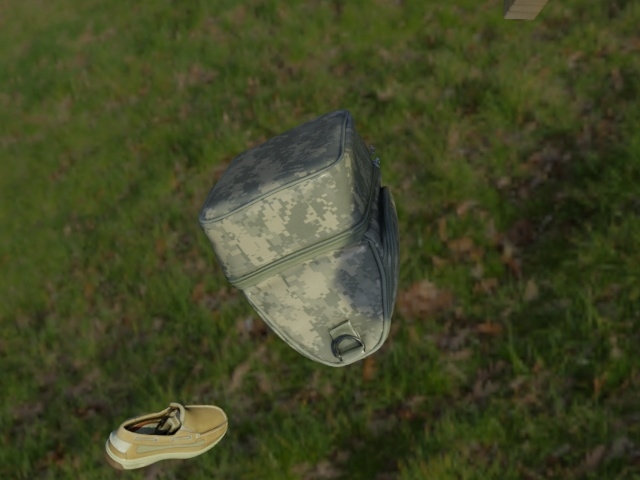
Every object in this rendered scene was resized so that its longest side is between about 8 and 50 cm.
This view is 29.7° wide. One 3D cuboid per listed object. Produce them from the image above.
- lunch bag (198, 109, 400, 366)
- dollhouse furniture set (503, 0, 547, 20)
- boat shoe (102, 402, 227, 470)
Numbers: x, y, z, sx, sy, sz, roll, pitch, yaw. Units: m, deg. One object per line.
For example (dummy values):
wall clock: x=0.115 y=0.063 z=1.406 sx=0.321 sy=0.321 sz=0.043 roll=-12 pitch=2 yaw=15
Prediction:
lunch bag: x=0.000 y=0.000 z=1.566 sx=0.213 sy=0.256 sz=0.305 roll=-22 pitch=17 yaw=10
dollhouse furniture set: x=0.165 y=-0.280 z=0.351 sx=0.174 sy=0.303 sz=0.355 roll=6 pitch=75 yaw=-8
boat shoe: x=-0.186 y=0.239 z=1.544 sx=0.068 sy=0.072 sz=0.190 roll=42 pitch=33 yaw=27
